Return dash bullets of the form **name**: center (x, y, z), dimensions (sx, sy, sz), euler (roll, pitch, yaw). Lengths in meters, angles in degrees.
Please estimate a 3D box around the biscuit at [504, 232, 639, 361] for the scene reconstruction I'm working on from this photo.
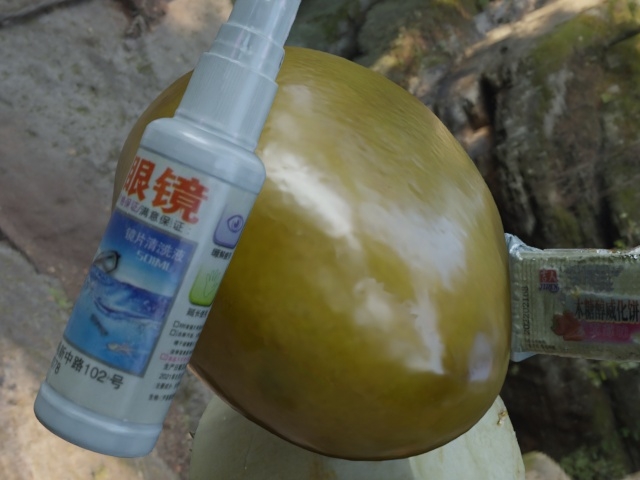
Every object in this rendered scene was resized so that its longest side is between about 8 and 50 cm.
- **biscuit**: center (0.345, 0.072, 1.088), dimensions (0.079, 0.309, 0.186), euler (-4, 92, -37)

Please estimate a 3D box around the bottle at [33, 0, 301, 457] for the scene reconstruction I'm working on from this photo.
- **bottle**: center (-0.059, -0.014, 0.395), dimensions (0.217, 0.060, 0.060), euler (-66, 158, 1)

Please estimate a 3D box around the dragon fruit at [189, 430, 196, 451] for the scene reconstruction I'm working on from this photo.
- **dragon fruit**: center (-0.123, 0.359, 1.615), dimensions (0.209, 0.172, 0.172), euler (32, 34, -29)

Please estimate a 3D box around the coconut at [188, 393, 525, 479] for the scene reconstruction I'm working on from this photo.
- **coconut**: center (0.027, 0.230, 0.855), dimensions (0.323, 0.322, 0.323), euler (57, 20, -33)

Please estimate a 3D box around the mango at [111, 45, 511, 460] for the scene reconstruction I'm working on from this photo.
- **mango**: center (0.000, 0.000, 0.632), dimensions (0.300, 0.232, 0.446), euler (36, 13, -14)
